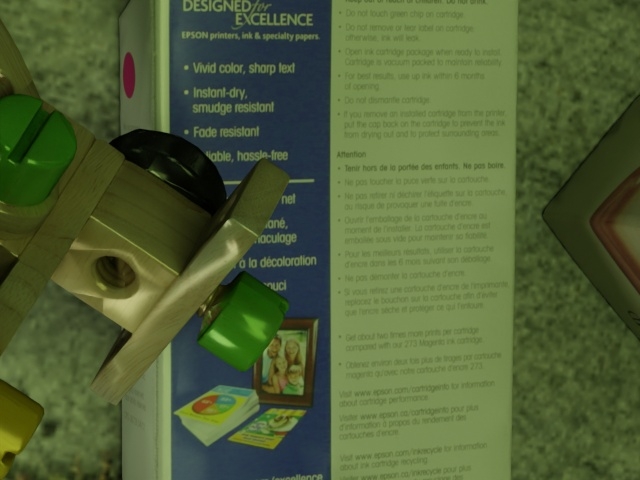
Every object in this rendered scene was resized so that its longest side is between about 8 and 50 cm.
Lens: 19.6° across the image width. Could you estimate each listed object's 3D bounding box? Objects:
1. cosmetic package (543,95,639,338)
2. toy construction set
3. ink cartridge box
[{"bbox_3d":[0.251,0.006,0.826,0.129,0.296,0.153,-47,110,-12],"label":"cosmetic package"},{"bbox_3d":[-0.150,0.039,0.684,0.237,0.257,0.309,33,104,-16],"label":"toy construction set"},{"bbox_3d":[0.000,0.000,0.841,0.176,0.069,0.370,-2,98,-23],"label":"ink cartridge box"}]
